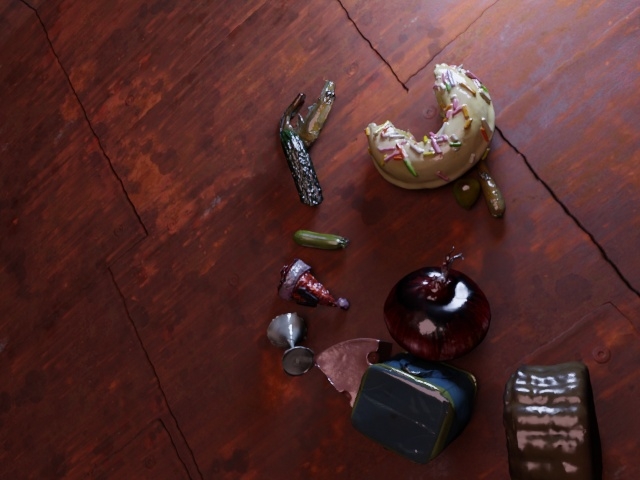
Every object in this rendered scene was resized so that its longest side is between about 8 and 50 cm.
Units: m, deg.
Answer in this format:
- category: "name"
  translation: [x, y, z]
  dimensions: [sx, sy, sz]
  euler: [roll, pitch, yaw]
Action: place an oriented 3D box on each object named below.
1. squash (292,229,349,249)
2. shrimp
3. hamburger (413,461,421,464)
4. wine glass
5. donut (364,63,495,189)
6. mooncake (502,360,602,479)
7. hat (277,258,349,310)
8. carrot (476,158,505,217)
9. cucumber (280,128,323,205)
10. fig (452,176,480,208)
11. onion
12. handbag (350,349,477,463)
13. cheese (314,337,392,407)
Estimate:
- category: "squash"
  translation: [0.000, 0.000, 2.025]
  dimensions: [0.184, 0.052, 0.052]
  euler: [6, 81, 25]
- category: "shrimp"
  translation: [-0.046, -0.394, 2.138]
  dimensions: [0.173, 0.058, 0.253]
  euler: [27, 94, 36]
- category: "hamburger"
  translation: [0.224, 0.531, 1.778]
  dimensions: [0.121, 0.084, 0.054]
  euler: [38, 97, 29]
- category: "wine glass"
  translation: [-0.080, 0.292, 1.909]
  dimensions: [0.122, 0.122, 0.183]
  euler: [-51, 22, 7]
- category: "donut"
  translation: [0.306, -0.301, 1.879]
  dimensions: [0.371, 0.150, 0.307]
  euler: [-39, 58, 12]
- category: "mooncake"
  translation: [0.521, 0.432, 1.530]
  dimensions: [0.187, 0.324, 0.323]
  euler: [-4, 77, 25]
- category: "hat"
  translation: [-0.023, 0.153, 1.985]
  dimensions: [0.228, 0.129, 0.140]
  euler: [27, 133, 12]
- category: "carrot"
  translation: [0.450, -0.176, 1.858]
  dimensions: [0.049, 0.049, 0.254]
  euler: [-22, 65, 20]
- category: "cucumber"
  translation: [-0.057, -0.223, 2.067]
  dimensions: [0.077, 0.077, 0.265]
  euler: [-21, 82, 20]
- category: "fig"
  translation: [0.397, -0.128, 1.855]
  dimensions: [0.074, 0.074, 0.087]
  euler: [7, 104, 27]
- category: "onion"
  translation: [0.294, 0.162, 1.726]
  dimensions: [0.273, 0.284, 0.273]
  euler: [-2, 41, 2]
- category: "handbag"
  translation: [0.234, 0.404, 1.698]
  dimensions: [0.263, 0.241, 0.222]
  euler: [17, 97, 28]
- category: "cheese"
  translation: [0.117, 0.336, 1.848]
  dimensions: [0.177, 0.128, 0.203]
  euler: [-48, 62, 9]
